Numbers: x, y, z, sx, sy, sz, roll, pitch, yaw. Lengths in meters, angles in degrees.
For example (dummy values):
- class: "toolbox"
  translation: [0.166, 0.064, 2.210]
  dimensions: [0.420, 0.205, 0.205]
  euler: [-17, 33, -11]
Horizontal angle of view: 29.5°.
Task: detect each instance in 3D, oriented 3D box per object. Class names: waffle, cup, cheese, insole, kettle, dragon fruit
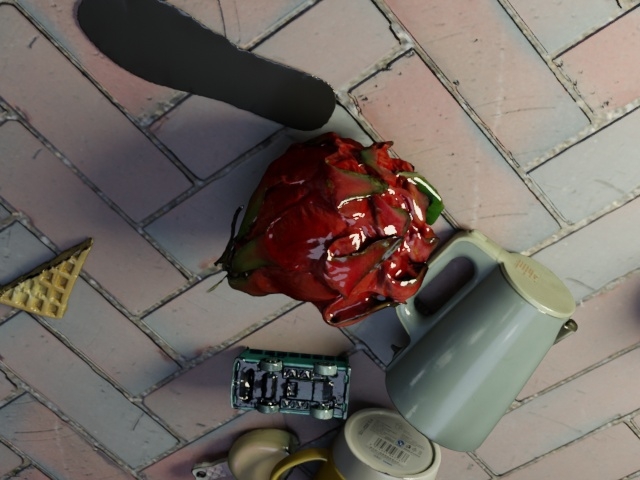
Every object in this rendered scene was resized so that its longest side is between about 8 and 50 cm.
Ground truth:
- class: "waffle"
  translation: [-0.369, 0.041, 1.622]
  dimensions: [0.097, 0.023, 0.153]
  euler: [21, 127, -13]
- class: "cup"
  translation: [0.044, 0.362, 1.743]
  dimensions: [0.241, 0.185, 0.226]
  euler: [17, 121, -6]
- class: "cheese"
  translation: [-0.107, 0.334, 1.809]
  dimensions: [0.171, 0.048, 0.092]
  euler: [-33, 116, 24]
- class: "insole"
  translation: [-0.132, -0.209, 1.429]
  dimensions: [0.322, 0.007, 0.109]
  euler: [20, 127, -12]
- class: "kettle"
  translation: [0.195, 0.120, 1.588]
  dimensions: [0.210, 0.160, 0.243]
  euler: [39, 116, 10]
- class: "dragon fruit"
  translation: [0.000, 0.000, 1.432]
  dimensions: [0.293, 0.234, 0.234]
  euler: [-33, 120, 5]

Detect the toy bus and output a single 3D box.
- class: "toy bus"
  translation: [-0.041, 0.195, 1.672]
  dimensions: [0.160, 0.092, 0.079]
  euler: [5, 98, 0]
